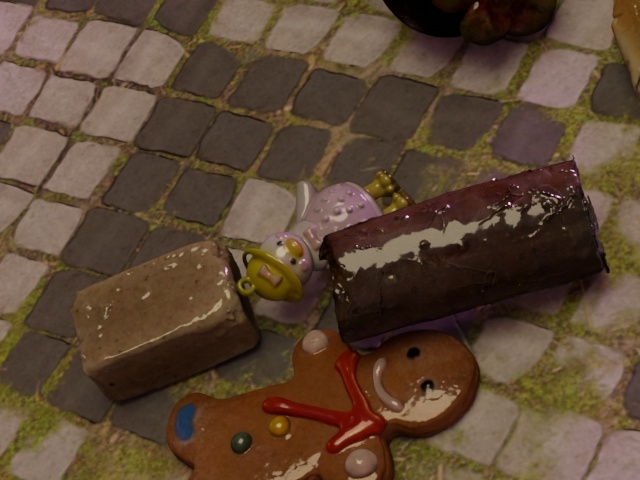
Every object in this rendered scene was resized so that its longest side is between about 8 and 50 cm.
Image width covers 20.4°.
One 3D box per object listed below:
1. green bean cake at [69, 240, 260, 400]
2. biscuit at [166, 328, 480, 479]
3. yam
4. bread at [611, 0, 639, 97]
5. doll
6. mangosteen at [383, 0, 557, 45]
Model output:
[{"bbox_3d":[-0.162,0.083,1.843,0.179,0.085,0.109,-22,51,6],"label":"green bean cake"},{"bbox_3d":[0.000,0.172,1.742,0.324,0.049,0.205,-19,50,6],"label":"biscuit"},{"bbox_3d":[0.141,0.009,1.733,0.280,0.131,0.131,-16,51,1],"label":"yam"},{"bbox_3d":[0.366,-0.220,1.844,0.119,0.084,0.177,-53,36,38],"label":"bread"},{"bbox_3d":[0.000,0.000,1.825,0.207,0.081,0.129,-32,78,-20],"label":"doll"},{"bbox_3d":[0.153,-0.310,1.939,0.210,0.210,0.210,-11,52,14],"label":"mangosteen"}]
